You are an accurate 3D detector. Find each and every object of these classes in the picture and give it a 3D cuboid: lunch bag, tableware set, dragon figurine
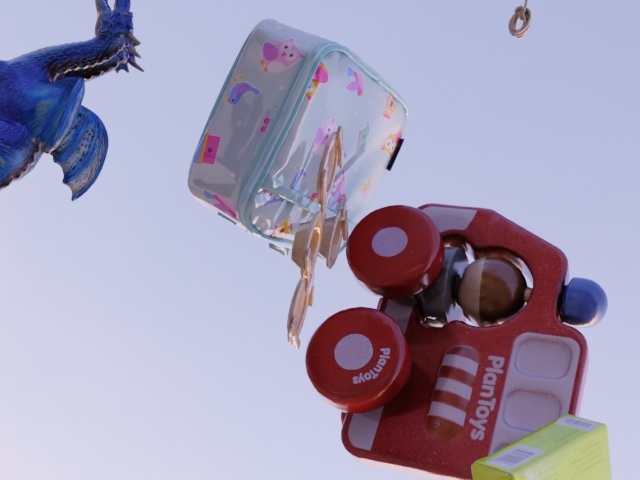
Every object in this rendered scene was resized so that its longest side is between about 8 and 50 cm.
[{"bbox_3d":[-0.015,-0.092,1.014,0.107,0.279,0.224,24,-90,26],"label":"lunch bag"},{"bbox_3d":[0.000,0.000,0.777,0.020,0.169,0.141,12,-38,9],"label":"tableware set"},{"bbox_3d":[-0.226,-0.088,0.757,0.144,0.289,0.085,4,-29,4],"label":"dragon figurine"}]

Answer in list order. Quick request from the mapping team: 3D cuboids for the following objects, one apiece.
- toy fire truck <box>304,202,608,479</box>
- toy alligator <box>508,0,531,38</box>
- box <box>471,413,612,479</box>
[{"bbox_3d":[0.145,0.103,0.932,0.253,0.302,0.169,8,-31,24],"label":"toy fire truck"},{"bbox_3d":[0.188,-0.283,0.852,0.056,0.051,0.190,20,-79,45],"label":"toy alligator"},{"bbox_3d":[0.170,0.231,0.686,0.042,0.109,0.178,5,-73,53],"label":"box"}]
